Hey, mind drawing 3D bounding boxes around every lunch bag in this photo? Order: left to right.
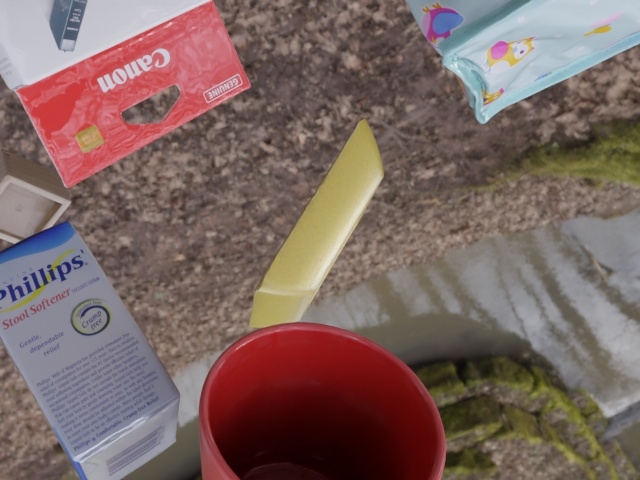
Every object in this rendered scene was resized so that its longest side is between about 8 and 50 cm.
[{"bbox_3d":[0.170,-0.245,0.535,0.262,0.224,0.160,-28,157,18],"label":"lunch bag"}]

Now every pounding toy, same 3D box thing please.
[{"bbox_3d":[-0.588,-0.069,1.386,0.181,0.094,0.206,-47,135,16],"label":"pounding toy"}]

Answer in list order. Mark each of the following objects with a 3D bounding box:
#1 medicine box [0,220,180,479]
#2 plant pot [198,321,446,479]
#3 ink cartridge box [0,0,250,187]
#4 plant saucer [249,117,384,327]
[{"bbox_3d":[-0.328,0.168,1.070,0.149,0.289,0.263,-30,163,-23],"label":"medicine box"},{"bbox_3d":[-0.018,0.274,0.906,0.274,0.275,0.243,-3,132,-20],"label":"plant pot"},{"bbox_3d":[-0.227,-0.244,0.917,0.296,0.066,0.261,-36,113,-29],"label":"ink cartridge box"},{"bbox_3d":[0.000,0.000,1.334,0.081,0.333,0.333,31,163,3],"label":"plant saucer"}]
